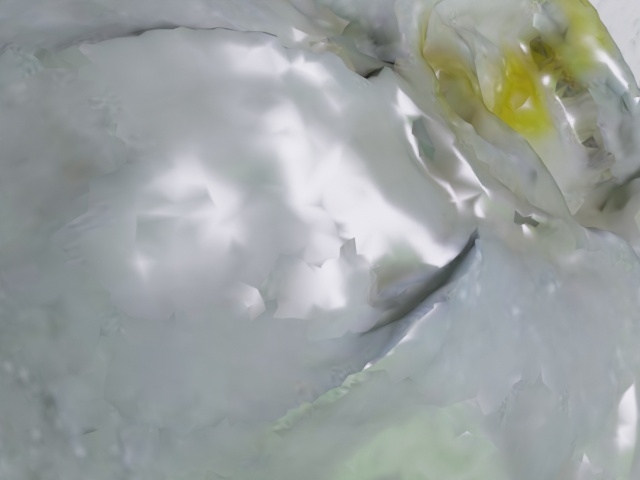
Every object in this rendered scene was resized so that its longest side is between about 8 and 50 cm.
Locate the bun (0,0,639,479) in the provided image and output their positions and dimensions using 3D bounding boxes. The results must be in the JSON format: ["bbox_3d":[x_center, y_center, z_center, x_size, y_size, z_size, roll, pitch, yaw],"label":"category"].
[{"bbox_3d":[0.000,0.000,0.501,0.362,0.362,0.211,-6,160,-42],"label":"bun"}]
